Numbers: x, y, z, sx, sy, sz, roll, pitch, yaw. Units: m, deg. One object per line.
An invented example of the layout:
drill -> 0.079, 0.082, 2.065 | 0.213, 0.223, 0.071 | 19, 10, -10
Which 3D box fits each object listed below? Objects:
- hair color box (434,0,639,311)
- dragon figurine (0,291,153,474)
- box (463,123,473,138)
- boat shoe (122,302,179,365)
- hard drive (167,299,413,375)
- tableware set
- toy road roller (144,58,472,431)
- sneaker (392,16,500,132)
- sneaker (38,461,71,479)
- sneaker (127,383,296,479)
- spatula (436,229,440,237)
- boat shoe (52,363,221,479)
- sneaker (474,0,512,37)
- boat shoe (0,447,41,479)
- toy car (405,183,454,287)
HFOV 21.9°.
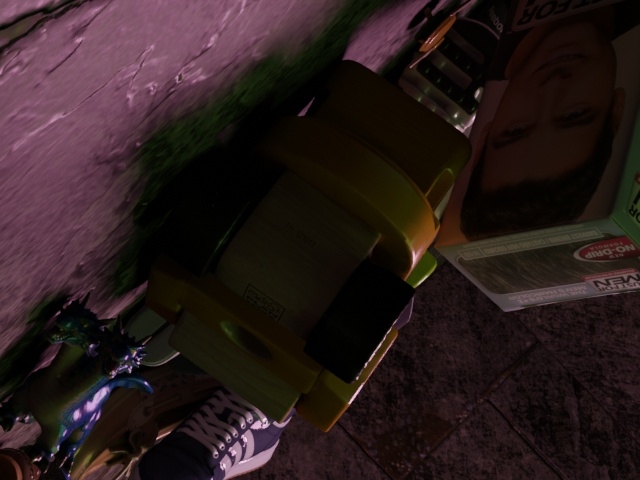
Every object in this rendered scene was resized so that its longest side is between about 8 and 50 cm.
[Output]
hair color box -> 0.249, -0.131, 1.465 | 0.185, 0.113, 0.375 | -11, -131, 43
dragon figurine -> -0.199, 0.121, 1.417 | 0.144, 0.085, 0.289 | -43, 172, -3
box -> 0.202, -0.160, 1.955 | 0.169, 0.087, 0.290 | -42, 177, -5
boat shoe -> -0.096, 0.033, 1.591 | 0.226, 0.083, 0.076 | -33, -174, 4
hard drive -> -0.036, 0.097, 1.811 | 0.254, 0.054, 0.172 | -6, -167, 28
tableware set -> 0.132, -0.228, 1.512 | 0.154, 0.024, 0.104 | -51, 174, 39
toy road roller -> 0.000, 0.000, 1.412 | 0.241, 0.202, 0.329 | -53, 177, -22
sneaker -> 0.070, -0.095, 1.643 | 0.292, 0.110, 0.118 | -44, -178, 1
sneaker -> -0.350, 0.314, 1.759 | 0.221, 0.083, 0.087 | -43, 168, -29
sneaker -> -0.108, 0.207, 1.878 | 0.153, 0.099, 0.282 | -60, 164, 23
spatula -> 0.104, -0.025, 2.233 | 0.084, 0.030, 0.296 | -47, 158, 19
boat shoe -> -0.195, 0.203, 1.922 | 0.285, 0.089, 0.104 | -37, 171, -44
sneaker -> 0.178, -0.203, 1.723 | 0.234, 0.078, 0.106 | -34, 154, -2
boat shoe -> -0.347, 0.285, 1.607 | 0.207, 0.073, 0.073 | -45, 171, 10
toy car -> 0.074, -0.041, 1.834 | 0.149, 0.155, 0.188 | -43, -174, -7
